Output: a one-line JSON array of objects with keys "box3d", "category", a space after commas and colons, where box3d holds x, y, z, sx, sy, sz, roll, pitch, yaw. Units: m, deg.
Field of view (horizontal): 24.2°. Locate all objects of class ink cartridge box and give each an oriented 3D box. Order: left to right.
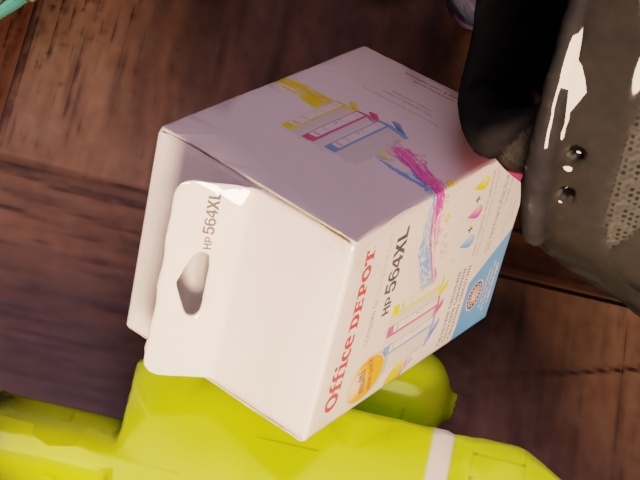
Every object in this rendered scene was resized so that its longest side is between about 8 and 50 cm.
[{"box3d": [0.000, 0.000, 0.562, 0.090, 0.092, 0.143, 30, 36, 26], "category": "ink cartridge box"}]

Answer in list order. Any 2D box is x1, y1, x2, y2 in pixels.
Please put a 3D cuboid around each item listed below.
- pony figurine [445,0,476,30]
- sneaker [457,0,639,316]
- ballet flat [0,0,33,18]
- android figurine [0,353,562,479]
[{"box3d": [0.162, -0.250, 0.663, 0.363, 0.303, 0.351, -38, 71, -6], "category": "pony figurine"}, {"box3d": [0.160, -0.038, 0.535, 0.202, 0.483, 0.185, -10, 25, 18], "category": "sneaker"}, {"box3d": [-0.293, -0.262, 0.631, 0.182, 0.164, 0.483, -39, 81, 2], "category": "ballet flat"}, {"box3d": [-0.007, 0.146, 0.564, 0.272, 0.056, 0.248, 13, 66, -3], "category": "android figurine"}]
